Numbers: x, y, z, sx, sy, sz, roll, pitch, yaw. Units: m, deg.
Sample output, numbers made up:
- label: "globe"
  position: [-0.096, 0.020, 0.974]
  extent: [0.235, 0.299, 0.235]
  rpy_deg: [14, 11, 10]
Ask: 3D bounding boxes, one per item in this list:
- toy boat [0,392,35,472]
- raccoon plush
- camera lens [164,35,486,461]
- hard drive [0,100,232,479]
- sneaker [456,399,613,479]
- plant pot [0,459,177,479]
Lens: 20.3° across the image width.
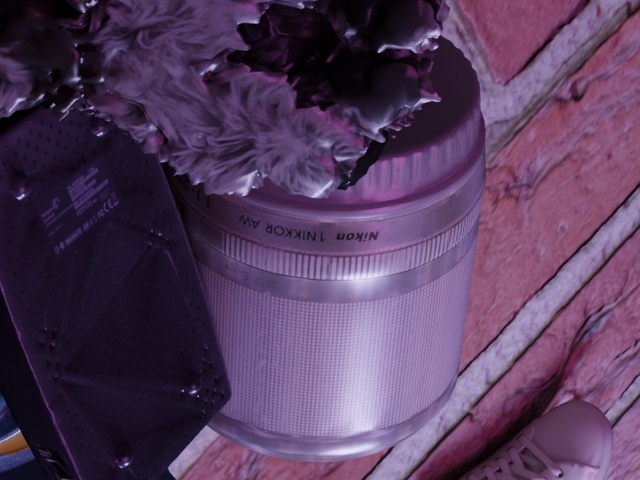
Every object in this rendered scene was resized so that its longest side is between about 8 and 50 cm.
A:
- label: "toy boat"
  position: [-0.268, 0.124, 1.135]
  extent: [0.318, 0.148, 0.267]
  rpy_deg: [-51, 144, -2]
- label: "raccoon plush"
  position: [-0.101, -0.210, 1.068]
  extent: [0.446, 0.299, 0.216]
  rpy_deg: [12, 125, -14]
- label: "camera lens"
  position: [0.000, 0.000, 1.255]
  extent: [0.219, 0.219, 0.274]
  rpy_deg: [-24, 136, -32]
- label: "hard drive"
  position: [-0.146, 0.031, 1.107]
  extent: [0.172, 0.054, 0.255]
  rpy_deg: [-47, 127, -48]
- label: "sneaker"
  position: [0.174, 0.266, 1.759]
  extent: [0.290, 0.106, 0.123]
  rpy_deg: [-48, 146, -3]
- label: "plant pot"
  position: [-0.152, 0.321, 1.335]
  extent: [0.271, 0.255, 0.272]
  rpy_deg: [-27, 137, -29]
